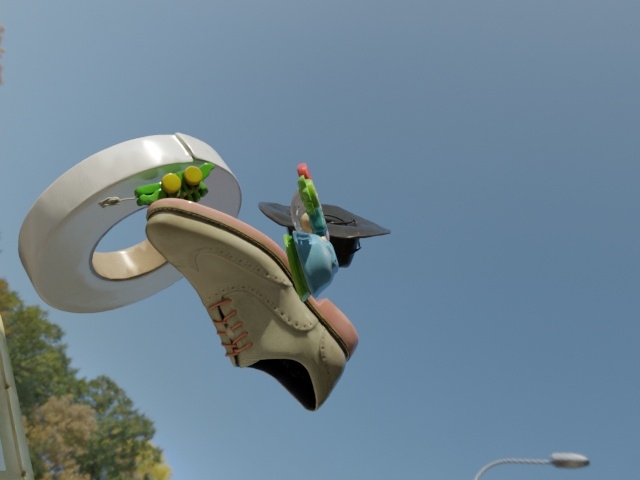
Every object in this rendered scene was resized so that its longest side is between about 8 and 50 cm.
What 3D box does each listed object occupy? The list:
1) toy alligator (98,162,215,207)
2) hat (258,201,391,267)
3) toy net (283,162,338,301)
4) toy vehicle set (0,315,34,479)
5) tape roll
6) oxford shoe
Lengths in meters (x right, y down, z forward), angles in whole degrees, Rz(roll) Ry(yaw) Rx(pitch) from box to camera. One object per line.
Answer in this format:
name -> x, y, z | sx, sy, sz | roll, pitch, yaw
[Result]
toy alligator -> -0.232, -0.066, 0.853 | 0.056, 0.189, 0.051 | -24, -87, 55
hat -> 0.000, 0.000, 1.360 | 0.331, 0.331, 0.134 | 15, -76, 24
toy net -> -0.019, -0.025, 0.617 | 0.045, 0.232, 0.122 | -18, -75, 2
toy vehicle set -> -0.293, 0.135, 0.396 | 0.166, 0.035, 0.267 | 32, 15, -50
tape roll -> -0.321, -0.020, 1.008 | 0.072, 0.392, 0.392 | 51, -40, 22
oxford shoe -> -0.102, 0.098, 0.824 | 0.397, 0.146, 0.140 | 41, -40, -20
